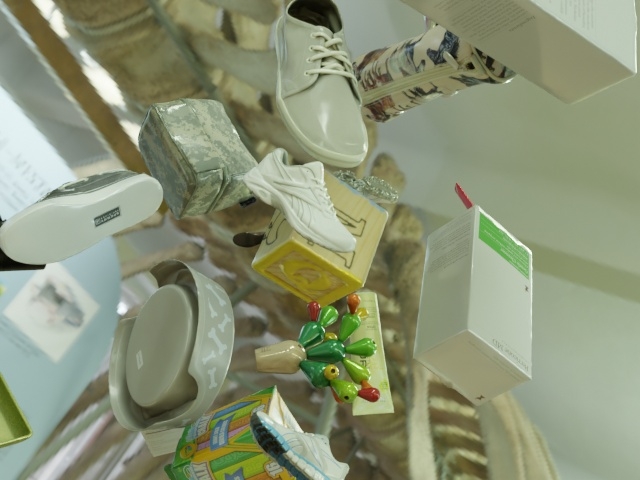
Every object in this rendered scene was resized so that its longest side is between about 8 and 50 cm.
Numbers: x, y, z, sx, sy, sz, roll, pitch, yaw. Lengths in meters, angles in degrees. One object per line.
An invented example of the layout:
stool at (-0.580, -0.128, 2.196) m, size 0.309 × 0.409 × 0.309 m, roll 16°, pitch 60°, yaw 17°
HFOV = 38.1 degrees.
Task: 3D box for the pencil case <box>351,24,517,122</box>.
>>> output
pencil case at (0.228, -0.360, 1.929) m, size 0.410 × 0.183 × 0.160 m, roll -11°, pitch -76°, yaw 52°

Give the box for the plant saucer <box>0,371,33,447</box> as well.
plant saucer at (-0.669, 0.345, 1.760) m, size 0.188 × 0.188 × 0.045 m, roll 46°, pitch -48°, yaw 36°

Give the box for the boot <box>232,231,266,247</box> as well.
boot at (-0.146, -0.005, 2.206) m, size 0.106 × 0.037 × 0.114 m, roll -1°, pitch 4°, yaw 7°

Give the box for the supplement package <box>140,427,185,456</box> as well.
supplement package at (-0.361, 0.362, 2.144) m, size 0.139 × 0.134 × 0.244 m, roll -104°, pitch 180°, yaw -49°

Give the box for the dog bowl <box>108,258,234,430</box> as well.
dog bowl at (-0.298, 0.217, 1.863) m, size 0.102 × 0.349 × 0.349 m, roll 20°, pitch -10°, yaw -34°

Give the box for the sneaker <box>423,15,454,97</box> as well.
sneaker at (0.277, -0.438, 2.089) m, size 0.103 × 0.111 × 0.252 m, roll -9°, pitch -64°, yaw 2°

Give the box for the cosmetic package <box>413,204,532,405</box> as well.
cosmetic package at (0.324, 0.131, 1.936) m, size 0.197 × 0.365 × 0.155 m, roll 37°, pitch -51°, yaw -23°

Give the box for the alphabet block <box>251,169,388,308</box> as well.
alphabet block at (0.000, 0.000, 1.989) m, size 0.193 × 0.197 × 0.192 m, roll 32°, pitch -33°, yaw -16°

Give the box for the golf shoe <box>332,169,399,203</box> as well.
golf shoe at (0.098, -0.111, 2.223) m, size 0.176 × 0.069 × 0.086 m, roll 15°, pitch -50°, yaw -16°

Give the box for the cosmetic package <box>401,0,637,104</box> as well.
cosmetic package at (0.355, -0.450, 1.643) m, size 0.453 × 0.230 × 0.161 m, roll 24°, pitch -29°, yaw -30°

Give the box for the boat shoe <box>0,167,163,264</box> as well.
boat shoe at (-0.415, -0.053, 1.564) m, size 0.102 × 0.301 × 0.108 m, roll 27°, pitch -49°, yaw 37°

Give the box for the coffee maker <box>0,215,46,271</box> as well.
coffee maker at (-0.652, 0.020, 1.896) m, size 0.171 × 0.178 × 0.120 m, roll 61°, pitch -39°, yaw 34°

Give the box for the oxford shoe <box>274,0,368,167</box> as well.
oxford shoe at (0.001, -0.325, 1.796) m, size 0.169 × 0.449 × 0.130 m, roll 8°, pitch -42°, yaw -24°

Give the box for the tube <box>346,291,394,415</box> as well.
tube at (0.095, 0.224, 1.843) m, size 0.070 × 0.240 × 0.062 m, roll -8°, pitch -14°, yaw 14°

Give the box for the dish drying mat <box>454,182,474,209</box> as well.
dish drying mat at (0.366, -0.108, 2.368) m, size 0.032 × 0.008 × 0.083 m, roll 97°, pitch -31°, yaw -55°

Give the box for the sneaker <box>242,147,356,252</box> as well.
sneaker at (-0.019, -0.074, 1.564) m, size 0.232 × 0.115 × 0.090 m, roll 40°, pitch 6°, yaw 12°

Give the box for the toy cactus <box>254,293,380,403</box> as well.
toy cactus at (-0.005, 0.162, 1.355) m, size 0.180 × 0.219 × 0.112 m, roll -6°, pitch -48°, yaw -6°

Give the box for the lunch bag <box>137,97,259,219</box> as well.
lunch bag at (-0.309, -0.226, 2.489) m, size 0.305 × 0.256 × 0.212 m, roll 58°, pitch -36°, yaw 20°

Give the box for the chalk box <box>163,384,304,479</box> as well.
chalk box at (-0.187, 0.462, 1.918) m, size 0.180 × 0.289 × 0.179 m, roll 61°, pitch 12°, yaw -16°

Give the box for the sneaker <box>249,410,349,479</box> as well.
sneaker at (-0.033, 0.341, 1.530) m, size 0.190 × 0.083 × 0.071 m, roll 43°, pitch -35°, yaw 0°
